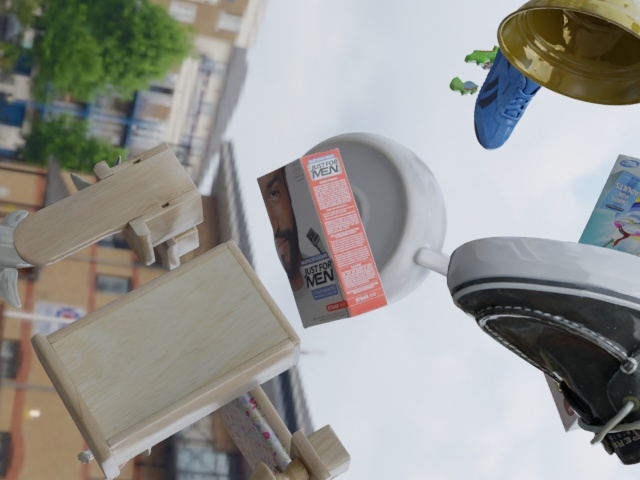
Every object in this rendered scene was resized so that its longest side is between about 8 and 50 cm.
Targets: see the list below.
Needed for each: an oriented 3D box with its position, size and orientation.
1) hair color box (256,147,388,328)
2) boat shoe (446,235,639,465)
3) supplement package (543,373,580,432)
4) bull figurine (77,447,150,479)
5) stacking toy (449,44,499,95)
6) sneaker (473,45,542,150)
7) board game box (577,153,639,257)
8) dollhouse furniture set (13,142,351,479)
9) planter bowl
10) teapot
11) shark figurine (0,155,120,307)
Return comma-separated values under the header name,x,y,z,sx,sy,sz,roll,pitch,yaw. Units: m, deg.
name,x,y,z,sx,sy,sz,roll,pitch,yaw
hair color box,0.000,0.000,1.181,0.093,0.053,0.167,-21,-94,56
boat shoe,0.235,0.101,0.816,0.121,0.335,0.119,-38,-147,62
supplement package,0.416,0.170,1.666,0.244,0.134,0.139,91,-16,-65
bull figurine,-0.293,0.289,1.898,0.310,0.101,0.188,-51,-179,43
stacking toy,0.334,-0.300,1.934,0.167,0.221,0.052,111,-29,-77
sneaker,0.291,-0.226,1.726,0.082,0.069,0.209,49,-54,55
board game box,0.591,0.024,2.034,0.336,0.254,0.079,-60,149,-23
dollhouse furniture set,-0.131,0.146,1.014,0.303,0.174,0.355,55,-19,22
planter bowl,0.336,-0.262,1.431,0.090,0.217,0.217,-67,-168,-17
teapot,0.077,-0.015,1.545,0.252,0.187,0.256,-24,-113,28
shark figurine,-0.387,-0.015,1.653,0.116,0.278,0.166,-29,-95,51
